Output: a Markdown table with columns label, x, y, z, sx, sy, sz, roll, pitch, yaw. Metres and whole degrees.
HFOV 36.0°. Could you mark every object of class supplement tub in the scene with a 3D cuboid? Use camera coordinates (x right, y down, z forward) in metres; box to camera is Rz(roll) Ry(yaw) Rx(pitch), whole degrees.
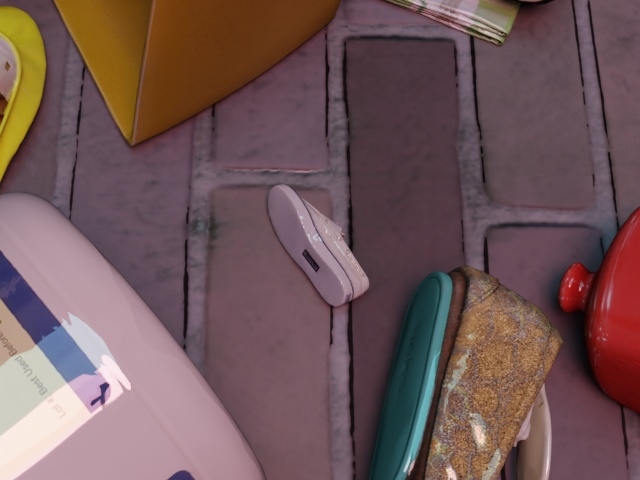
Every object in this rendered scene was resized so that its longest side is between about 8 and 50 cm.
| label | x | y | z | sx | sy | sz | roll | pitch | yaw |
| --- | --- | --- | --- | --- | --- | --- | --- | --- | --- |
| supplement tub | -0.216 | 0.153 | 0.508 | 0.325 | 0.235 | 0.235 | -38 | 75 | -17 |

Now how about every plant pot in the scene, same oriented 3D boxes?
| label | x | y | z | sx | sy | sz | roll | pitch | yaw |
| --- | --- | --- | --- | --- | --- | --- | --- | --- | --- |
| plant pot | -0.084 | -0.230 | 0.697 | 0.187 | 0.212 | 0.212 | -22 | 71 | -25 |

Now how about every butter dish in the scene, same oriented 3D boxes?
| label | x | y | z | sx | sy | sz | roll | pitch | yaw |
| --- | --- | --- | --- | --- | --- | --- | --- | --- | --- |
| butter dish | 0.215 | 0.043 | 0.643 | 0.118 | 0.160 | 0.160 | 13 | 65 | 26 |

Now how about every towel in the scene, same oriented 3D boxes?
| label | x | y | z | sx | sy | sz | roll | pitch | yaw |
| --- | --- | --- | --- | --- | --- | --- | --- | --- | --- |
| towel | 0.097 | -0.231 | 0.796 | 0.152 | 0.023 | 0.113 | 22 | 69 | 5 |

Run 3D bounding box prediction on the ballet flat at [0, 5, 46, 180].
| label | x | y | z | sx | sy | sz | roll | pitch | yaw |
| --- | --- | --- | --- | --- | --- | --- | --- | --- | --- |
| ballet flat | -0.247 | -0.081 | 0.684 | 0.077 | 0.077 | 0.231 | 11 | 68 | 0 |

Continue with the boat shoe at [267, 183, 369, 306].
| label | x | y | z | sx | sy | sz | roll | pitch | yaw |
| --- | --- | --- | --- | --- | --- | --- | --- | --- | --- |
| boat shoe | 0.000 | 0.000 | 0.695 | 0.035 | 0.035 | 0.100 | -19 | 64 | -40 |

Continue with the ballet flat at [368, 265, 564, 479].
| label | x | y | z | sx | sy | sz | roll | pitch | yaw |
| --- | --- | --- | --- | --- | --- | --- | --- | --- | --- |
| ballet flat | 0.067 | 0.183 | 0.586 | 0.123 | 0.123 | 0.349 | 20 | 68 | 4 |

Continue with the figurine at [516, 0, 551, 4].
| label | x | y | z | sx | sy | sz | roll | pitch | yaw |
| --- | --- | --- | --- | --- | --- | --- | --- | --- | --- |
| figurine | 0.139 | -0.309 | 0.792 | 0.214 | 0.092 | 0.209 | 30 | 51 | 7 |
